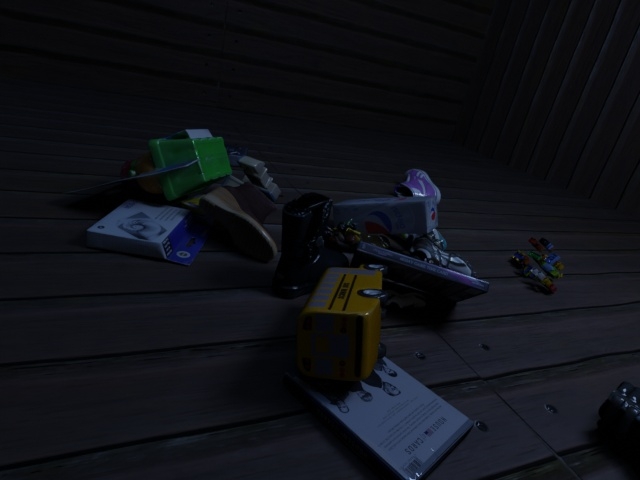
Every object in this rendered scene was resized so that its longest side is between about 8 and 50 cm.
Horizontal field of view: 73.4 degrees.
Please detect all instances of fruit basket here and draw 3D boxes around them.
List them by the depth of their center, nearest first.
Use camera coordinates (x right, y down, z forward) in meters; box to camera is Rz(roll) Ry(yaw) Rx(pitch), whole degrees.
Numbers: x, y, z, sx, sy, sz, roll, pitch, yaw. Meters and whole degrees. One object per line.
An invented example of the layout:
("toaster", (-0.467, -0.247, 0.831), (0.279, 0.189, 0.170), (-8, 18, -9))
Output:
("fruit basket", (-0.440, -0.197, 1.157), (0.352, 0.166, 0.327), (-5, 14, 13))

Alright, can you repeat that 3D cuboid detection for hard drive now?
("hard drive", (-0.422, -0.354, 1.715), (0.254, 0.054, 0.172), (9, 24, -9))

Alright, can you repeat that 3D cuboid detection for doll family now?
("doll family", (0.041, -0.012, 1.079), (0.192, 0.111, 0.076), (6, 59, 37))

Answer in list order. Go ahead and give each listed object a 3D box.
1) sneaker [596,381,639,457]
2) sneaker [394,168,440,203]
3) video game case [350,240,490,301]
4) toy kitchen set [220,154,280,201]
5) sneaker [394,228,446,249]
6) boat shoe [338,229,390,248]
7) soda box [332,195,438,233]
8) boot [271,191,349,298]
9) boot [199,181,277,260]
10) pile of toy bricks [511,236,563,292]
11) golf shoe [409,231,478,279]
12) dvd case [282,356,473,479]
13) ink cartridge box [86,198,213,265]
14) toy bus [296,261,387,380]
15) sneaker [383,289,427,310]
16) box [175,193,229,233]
("sneaker", (0.491, 0.312, 0.633), (0.146, 0.105, 0.295), (23, 20, 27))
("sneaker", (0.374, -0.237, 1.805), (0.160, 0.102, 0.282), (3, 25, -15))
("video game case", (0.204, 0.074, 0.953), (0.273, 0.026, 0.196), (19, -13, 4))
("toy kitchen set", (-0.240, -0.154, 1.328), (0.122, 0.166, 0.207), (23, -16, 21))
("sneaker", (0.279, -0.037, 1.342), (0.109, 0.107, 0.275), (23, 14, -39))
("boat shoe", (0.116, 0.008, 1.183), (0.152, 0.049, 0.056), (12, 48, -16))
("soda box", (0.179, -0.071, 1.221), (0.286, 0.091, 0.098), (1, 14, 32))
("boot", (0.000, 0.000, 0.942), (0.094, 0.207, 0.246), (28, 27, 32))
("boot", (-0.163, -0.064, 1.099), (0.248, 0.090, 0.206), (39, 30, 12))
("pile of toy bricks", (0.660, 0.077, 1.262), (0.105, 0.118, 0.212), (43, 11, -9))
("golf shoe", (0.323, 0.067, 1.148), (0.093, 0.077, 0.198), (-36, 60, -17))
("dvd case", (0.086, 0.246, 0.654), (0.179, 0.030, 0.238), (-12, 33, -45))
("ink cartridge box", (-0.385, -0.028, 1.010), (0.223, 0.046, 0.223), (11, 23, -5))
("toy bus", (0.053, 0.122, 0.762), (0.130, 0.109, 0.333), (2, 10, 8))
("sneaker", (0.184, 0.139, 0.946), (0.108, 0.040, 0.044), (6, 41, -8))
("box", (-0.297, -0.079, 1.176), (0.179, 0.043, 0.105), (23, 25, 16))
